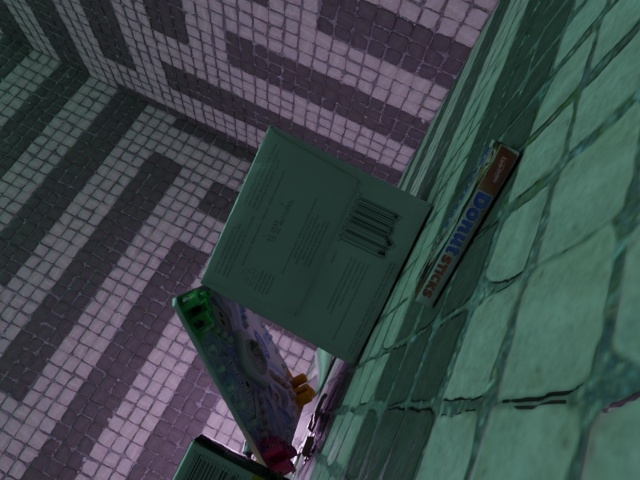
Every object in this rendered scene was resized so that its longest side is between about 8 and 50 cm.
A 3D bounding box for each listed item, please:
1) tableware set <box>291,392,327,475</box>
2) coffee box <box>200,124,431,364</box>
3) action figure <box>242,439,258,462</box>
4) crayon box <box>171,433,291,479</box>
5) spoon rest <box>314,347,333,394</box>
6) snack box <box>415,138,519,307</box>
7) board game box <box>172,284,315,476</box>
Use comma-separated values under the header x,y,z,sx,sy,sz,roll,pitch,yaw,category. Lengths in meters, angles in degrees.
x,y,z,sx,sy,sz,roll,pitch,yaw,category
-0.021,0.410,0.962,0.141,0.020,0.169,108,-173,-50,tableware set
0.000,0.000,0.999,0.338,0.337,0.334,-64,-3,5,coffee box
-0.216,0.700,1.309,0.330,0.178,0.341,-52,-6,-25,action figure
-0.182,0.498,0.697,0.319,0.202,0.081,-63,-4,-15,crayon box
-0.002,0.385,1.375,0.276,0.084,0.137,-46,-12,-34,spoon rest
0.148,-0.017,0.476,0.178,0.022,0.064,-66,-5,20,snack box
-0.139,0.256,1.005,0.050,0.390,0.390,-28,0,6,board game box
